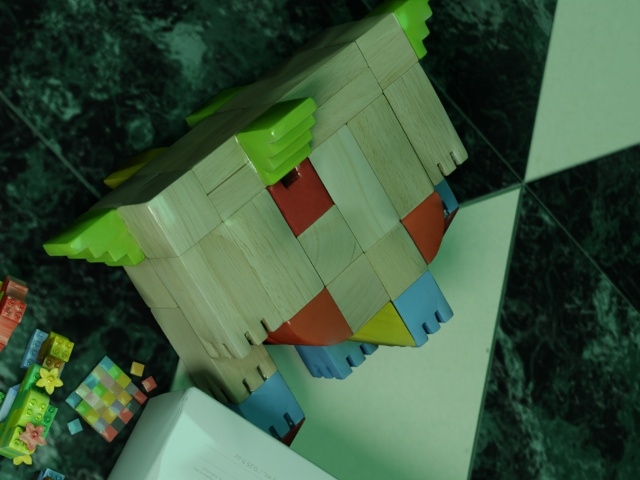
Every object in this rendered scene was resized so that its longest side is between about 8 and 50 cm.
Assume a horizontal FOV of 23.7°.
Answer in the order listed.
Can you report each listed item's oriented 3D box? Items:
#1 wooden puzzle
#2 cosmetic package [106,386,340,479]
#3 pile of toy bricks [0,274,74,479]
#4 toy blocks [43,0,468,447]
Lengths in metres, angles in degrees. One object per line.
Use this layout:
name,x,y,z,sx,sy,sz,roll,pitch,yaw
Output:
wooden puzzle,-0.169,0.125,1.212,0.049,0.006,0.083,46,61,-13
cosmetic package,-0.031,0.334,1.188,0.377,0.097,0.284,35,63,-18
pile of toy bricks,-0.227,0.138,1.118,0.118,0.105,0.212,26,67,-22
toy blocks,0.000,0.000,1.260,0.381,0.190,0.261,-41,111,-30
